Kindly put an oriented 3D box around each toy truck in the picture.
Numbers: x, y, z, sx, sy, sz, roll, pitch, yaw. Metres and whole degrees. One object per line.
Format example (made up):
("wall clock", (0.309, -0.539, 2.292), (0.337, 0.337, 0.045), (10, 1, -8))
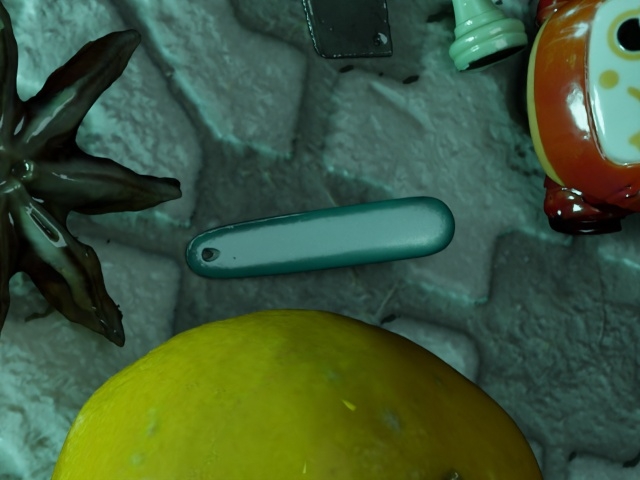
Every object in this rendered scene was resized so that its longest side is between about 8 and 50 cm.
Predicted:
("toy truck", (0.295, -0.107, 1.175), (0.265, 0.239, 0.189), (3, 78, -24))

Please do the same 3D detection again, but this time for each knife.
("knife", (0.008, -0.253, 1.194), (0.072, 0.019, 0.245), (-4, 83, -24))

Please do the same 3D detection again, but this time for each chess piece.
("chess piece", (0.102, -0.201, 1.211), (0.059, 0.059, 0.149), (-17, 81, -27))

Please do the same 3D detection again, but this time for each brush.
("brush", (0.000, 0.000, 1.137), (0.193, 0.032, 0.043), (-8, 88, -14))

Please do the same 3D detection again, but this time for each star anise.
("star anise", (-0.210, -0.046, 1.010), (0.288, 0.088, 0.288), (1, 88, -38))

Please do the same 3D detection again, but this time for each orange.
("orange", (-0.018, 0.192, 0.939), (0.312, 0.312, 0.312), (5, 78, -24))
